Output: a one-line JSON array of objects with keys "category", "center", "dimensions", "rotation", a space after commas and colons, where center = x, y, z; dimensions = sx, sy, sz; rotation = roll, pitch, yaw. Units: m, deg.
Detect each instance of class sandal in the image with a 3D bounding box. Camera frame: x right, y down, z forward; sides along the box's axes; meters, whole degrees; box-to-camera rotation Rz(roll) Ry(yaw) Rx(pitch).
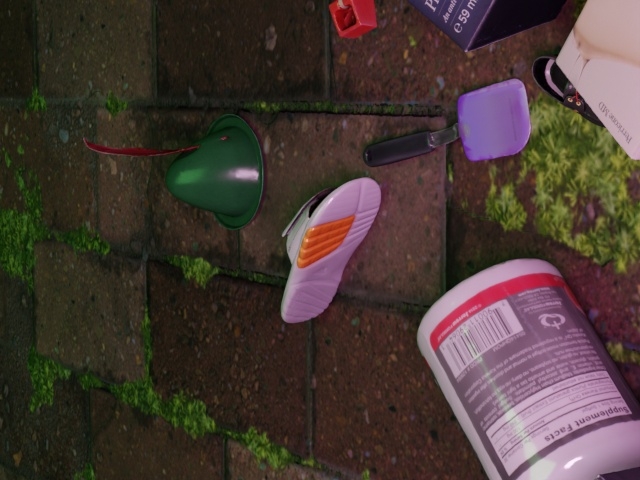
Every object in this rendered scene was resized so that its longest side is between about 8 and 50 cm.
[{"category": "sandal", "center": [-0.009, 0.002, 1.946], "dimensions": [0.076, 0.102, 0.265], "rotation": [57, 140, 32]}]

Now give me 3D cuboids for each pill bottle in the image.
[{"category": "pill bottle", "center": [0.240, 0.190, 1.519], "dimensions": [0.318, 0.176, 0.176], "rotation": [63, 141, 30]}]

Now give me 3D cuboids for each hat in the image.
[{"category": "hat", "center": [-0.210, -0.094, 2.165], "dimensions": [0.208, 0.184, 0.172], "rotation": [-19, 79, 56]}]

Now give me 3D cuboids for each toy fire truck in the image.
[{"category": "toy fire truck", "center": [0.068, -0.338, 1.756], "dimensions": [0.047, 0.135, 0.192], "rotation": [-21, 76, 56]}]

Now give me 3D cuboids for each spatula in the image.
[{"category": "spatula", "center": [0.141, -0.122, 1.765], "dimensions": [0.296, 0.030, 0.084], "rotation": [-13, 85, 56]}]

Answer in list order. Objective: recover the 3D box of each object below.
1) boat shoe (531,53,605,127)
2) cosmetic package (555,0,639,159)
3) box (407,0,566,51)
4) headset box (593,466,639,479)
[{"category": "boat shoe", "center": [0.272, -0.155, 1.553], "dimensions": [0.133, 0.042, 0.049], "rotation": [46, 128, 42]}, {"category": "cosmetic package", "center": [0.355, -0.238, 1.346], "dimensions": [0.160, 0.113, 0.309], "rotation": [60, 138, 40]}, {"category": "box", "center": [0.152, -0.404, 1.503], "dimensions": [0.294, 0.183, 0.296], "rotation": [44, 132, 20]}, {"category": "headset box", "center": [0.367, 0.304, 1.242], "dimensions": [0.246, 0.283, 0.131], "rotation": [51, 134, 42]}]
